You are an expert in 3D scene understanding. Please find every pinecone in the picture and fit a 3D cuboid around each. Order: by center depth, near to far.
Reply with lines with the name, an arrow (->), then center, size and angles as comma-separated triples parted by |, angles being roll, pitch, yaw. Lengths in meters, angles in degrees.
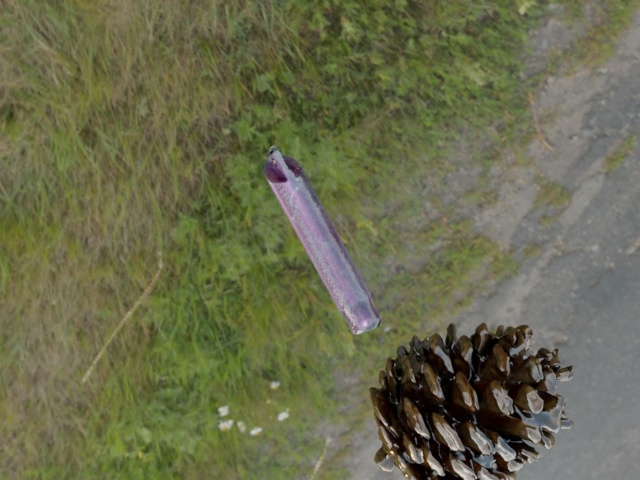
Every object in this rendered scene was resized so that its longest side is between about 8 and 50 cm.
pinecone -> 0.179, 0.207, 0.972 | 0.272, 0.224, 0.224 | -35, 134, 16

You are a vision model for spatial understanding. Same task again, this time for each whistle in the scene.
whistle -> 0.000, 0.000, 0.663 | 0.033, 0.033, 0.176 | -28, 91, -1
